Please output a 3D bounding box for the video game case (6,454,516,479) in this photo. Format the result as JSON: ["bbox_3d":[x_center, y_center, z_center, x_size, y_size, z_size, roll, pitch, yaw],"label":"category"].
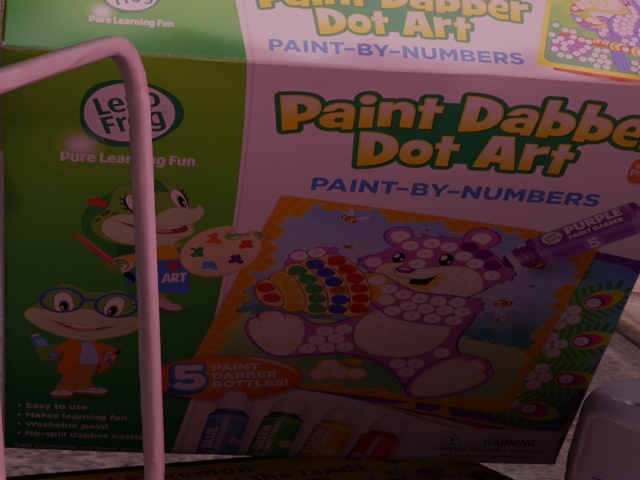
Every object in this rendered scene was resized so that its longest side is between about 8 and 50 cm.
[{"bbox_3d":[-0.002,0.131,0.643,0.275,0.035,0.248,-1,10,-30],"label":"video game case"}]

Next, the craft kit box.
[{"bbox_3d":[0.000,0.000,0.678,0.250,0.246,0.061,2,48,-8],"label":"craft kit box"}]

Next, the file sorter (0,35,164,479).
[{"bbox_3d":[-0.200,0.034,0.514,0.277,0.193,0.173,1,12,11],"label":"file sorter"}]

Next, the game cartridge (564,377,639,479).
[{"bbox_3d":[0.218,0.104,0.743,0.196,0.060,0.294,17,5,26],"label":"game cartridge"}]
